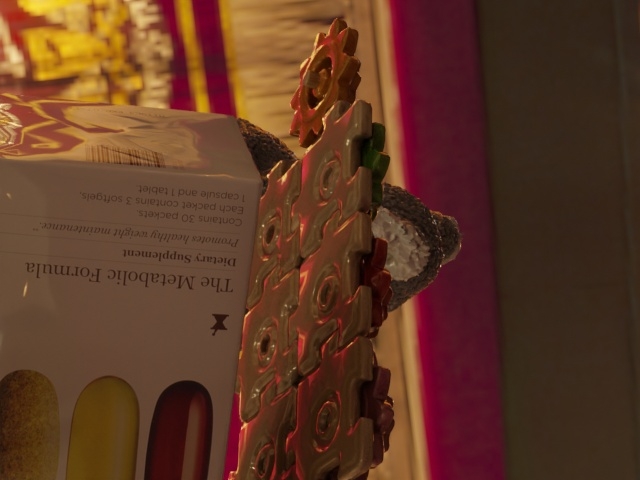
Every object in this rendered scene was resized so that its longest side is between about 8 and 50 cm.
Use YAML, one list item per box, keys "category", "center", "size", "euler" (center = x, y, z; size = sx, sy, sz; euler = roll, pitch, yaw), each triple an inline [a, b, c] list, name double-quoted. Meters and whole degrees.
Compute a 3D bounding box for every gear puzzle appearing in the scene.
- category: "gear puzzle"
  center: [0.002, 0.014, 0.982]
  size: [0.175, 0.044, 0.339]
  euler: [-43, 39, 51]

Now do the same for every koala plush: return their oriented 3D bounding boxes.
- category: "koala plush"
  center: [0.000, 0.000, 1.310]
  size: [0.196, 0.221, 0.203]
  euler: [1, -89, -71]

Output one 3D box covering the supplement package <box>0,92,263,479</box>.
- category: "supplement package"
  center: [-0.117, 0.060, 0.839]
  size: [0.134, 0.139, 0.244]
  euler: [-116, 31, -69]
